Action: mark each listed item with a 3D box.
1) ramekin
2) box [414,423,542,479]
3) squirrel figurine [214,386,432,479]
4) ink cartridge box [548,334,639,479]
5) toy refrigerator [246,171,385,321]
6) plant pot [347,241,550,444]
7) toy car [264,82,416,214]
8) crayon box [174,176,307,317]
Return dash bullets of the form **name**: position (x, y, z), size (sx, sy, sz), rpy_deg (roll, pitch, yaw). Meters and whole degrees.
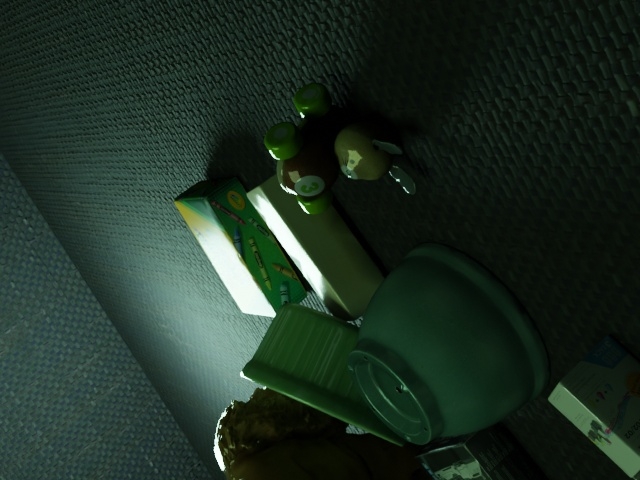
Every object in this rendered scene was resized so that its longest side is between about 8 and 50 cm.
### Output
- **ramekin**: position (0.030, 0.223, 1.877), size (0.303, 0.148, 0.303), rpy_deg (23, 172, 4)
- **box**: position (0.322, 0.460, 1.896), size (0.307, 0.076, 0.242), rpy_deg (52, 159, 3)
- **squirrel figurine**: position (0.014, 0.408, 2.065), size (0.397, 0.370, 0.281), rpy_deg (60, 161, 18)
- **ink cartridge box**: position (0.394, 0.222, 1.395), size (0.181, 0.104, 0.061), rpy_deg (44, 156, 18)
- **toy refrigerator**: position (0.000, 0.000, 1.826), size (0.269, 0.094, 0.102), rpy_deg (55, 164, -4)
- **plant pot**: position (0.166, 0.178, 1.638), size (0.293, 0.196, 0.293), rpy_deg (40, 153, 25)
- **toy car**: position (0.045, -0.113, 1.540), size (0.188, 0.149, 0.155), rpy_deg (18, 153, 34)
- **crayon box**: position (-0.156, 0.013, 2.139), size (0.278, 0.081, 0.165), rpy_deg (59, 156, -16)
